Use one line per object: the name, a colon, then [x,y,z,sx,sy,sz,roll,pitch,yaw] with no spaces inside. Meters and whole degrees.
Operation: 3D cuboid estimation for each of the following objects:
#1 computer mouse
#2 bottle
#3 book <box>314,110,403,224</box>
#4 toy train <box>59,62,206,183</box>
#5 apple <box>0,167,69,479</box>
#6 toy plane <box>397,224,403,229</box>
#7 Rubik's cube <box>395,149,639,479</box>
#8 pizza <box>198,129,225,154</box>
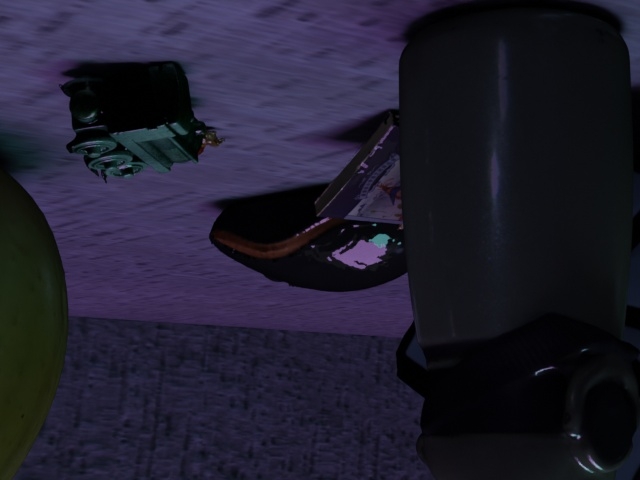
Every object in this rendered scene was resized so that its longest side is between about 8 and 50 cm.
computer mouse: [0.000,0.005,1.549,0.323,0.116,0.183,-7,163,44]
bottle: [0.140,0.020,0.877,0.169,0.347,0.168,-1,170,0]
book: [0.130,-0.057,1.220,0.231,0.026,0.157,6,146,-28]
toy train: [-0.153,-0.097,1.059,0.111,0.071,0.170,-7,170,7]
apple: [-0.478,0.101,1.266,0.474,0.473,0.473,1,171,0]
toy plane: [0.147,-0.055,1.310,0.135,0.062,0.188,-26,173,-12]
Rubik's cube: [0.289,0.079,1.133,0.283,0.288,0.293,14,-165,-48]
pizza: [-0.160,-0.095,1.189,0.100,0.029,0.099,-5,168,34]
